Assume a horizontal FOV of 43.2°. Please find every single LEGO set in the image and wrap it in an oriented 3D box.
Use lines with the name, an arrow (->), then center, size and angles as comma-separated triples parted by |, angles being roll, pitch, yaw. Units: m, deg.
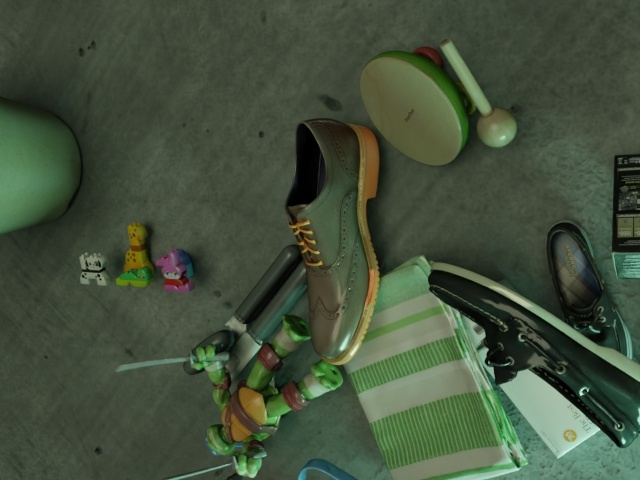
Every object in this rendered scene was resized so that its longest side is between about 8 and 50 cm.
LEGO set -> -0.306, 0.024, 1.386 | 0.227, 0.087, 0.093 | 2, 110, 24

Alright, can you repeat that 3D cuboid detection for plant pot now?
plant pot -> -0.599, -0.128, 1.390 | 0.334, 0.305, 0.333 | 2, 94, 24

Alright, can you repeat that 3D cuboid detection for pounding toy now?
pounding toy -> 0.172, -0.212, 1.133 | 0.183, 0.110, 0.237 | 55, 155, -20

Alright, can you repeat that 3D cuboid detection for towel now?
towel -> 0.137, 0.207, 1.193 | 0.248, 0.038, 0.324 | -30, 81, 41

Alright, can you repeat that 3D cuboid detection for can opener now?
can opener -> -0.109, 0.129, 1.311 | 0.074, 0.093, 0.280 | 44, 105, 16

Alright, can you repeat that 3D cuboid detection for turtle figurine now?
turtle figurine -> -0.121, 0.241, 1.219 | 0.266, 0.275, 0.197 | -43, 33, 16

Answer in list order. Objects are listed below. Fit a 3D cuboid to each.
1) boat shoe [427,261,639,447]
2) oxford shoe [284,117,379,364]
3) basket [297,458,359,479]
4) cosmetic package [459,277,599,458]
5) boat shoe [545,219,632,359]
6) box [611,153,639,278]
boat shoe -> 0.273, 0.150, 1.046 | 0.340, 0.127, 0.113 | 31, 84, 7
oxford shoe -> 0.000, 0.000, 1.189 | 0.130, 0.133, 0.363 | -8, 79, 48
basket -> 0.063, 0.485, 1.192 | 0.255, 0.201, 0.288 | 22, 112, 23
cosmetic package -> 0.297, 0.178, 1.140 | 0.099, 0.060, 0.239 | -44, 76, 22
boat shoe -> 0.360, 0.082, 1.095 | 0.080, 0.076, 0.228 | -16, 87, 25
box -> 0.461, -0.032, 1.005 | 0.180, 0.077, 0.147 | -2, 61, 24
